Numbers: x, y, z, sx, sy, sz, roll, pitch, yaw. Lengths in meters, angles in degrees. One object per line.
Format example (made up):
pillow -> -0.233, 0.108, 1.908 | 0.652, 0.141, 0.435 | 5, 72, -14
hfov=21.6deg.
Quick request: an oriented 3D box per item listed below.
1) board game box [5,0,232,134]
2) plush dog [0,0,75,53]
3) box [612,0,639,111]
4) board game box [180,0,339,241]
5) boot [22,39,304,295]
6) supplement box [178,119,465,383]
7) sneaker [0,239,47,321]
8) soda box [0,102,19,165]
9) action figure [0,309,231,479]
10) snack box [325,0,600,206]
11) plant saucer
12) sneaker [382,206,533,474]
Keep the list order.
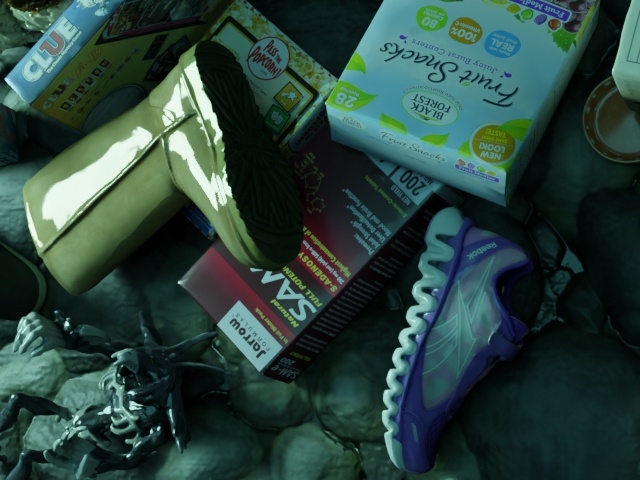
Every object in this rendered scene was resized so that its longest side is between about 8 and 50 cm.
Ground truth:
board game box -> -0.167, -0.207, 1.584 | 0.243, 0.165, 0.042 | -46, 68, 6
plush dog -> -0.288, -0.253, 1.630 | 0.225, 0.262, 0.210 | -1, 113, 30
box -> 0.413, -0.156, 1.374 | 0.311, 0.121, 0.148 | 15, 84, 20
board game box -> -0.085, -0.115, 1.599 | 0.147, 0.045, 0.193 | 43, 96, 22
boot -> -0.148, -0.022, 1.533 | 0.269, 0.089, 0.236 | -36, 60, 34
supplement box -> 0.000, 0.000, 1.531 | 0.239, 0.073, 0.130 | -47, 67, 7
sneaker -> -0.381, 0.003, 1.647 | 0.222, 0.118, 0.083 | 25, 89, 23
soda box -> -0.365, -0.118, 1.629 | 0.063, 0.183, 0.058 | -11, 76, 17
action figure -> -0.225, 0.157, 1.550 | 0.276, 0.141, 0.164 | -32, 59, 14
snack box -> 0.128, -0.155, 1.473 | 0.174, 0.070, 0.207 | 21, 68, 16
plant saucer -> 0.274, -0.108, 1.482 | 0.083, 0.013, 0.083 | -4, 78, 19
sneaker -> 0.124, 0.092, 1.461 | 0.105, 0.095, 0.236 | 14, 84, 14
